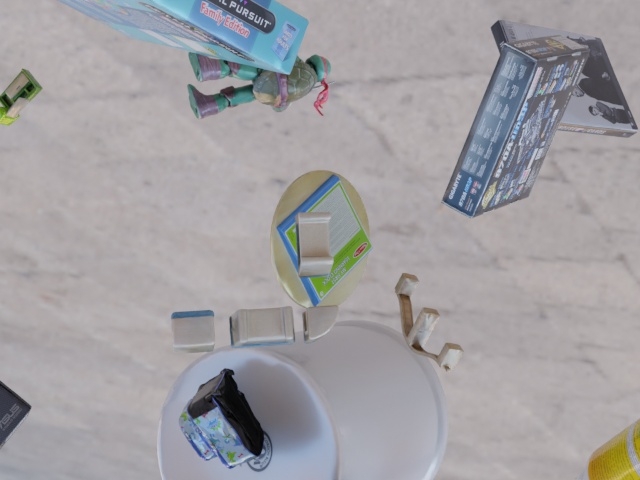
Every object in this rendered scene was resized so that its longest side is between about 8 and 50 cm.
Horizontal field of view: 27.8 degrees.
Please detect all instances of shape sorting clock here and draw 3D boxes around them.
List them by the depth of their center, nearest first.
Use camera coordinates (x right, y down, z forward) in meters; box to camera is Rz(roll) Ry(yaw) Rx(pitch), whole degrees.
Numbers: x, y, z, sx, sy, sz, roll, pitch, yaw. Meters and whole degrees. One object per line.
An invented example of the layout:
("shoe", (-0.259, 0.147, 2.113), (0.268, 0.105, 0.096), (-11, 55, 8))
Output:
("shape sorting clock", (0.000, 0.000, 1.894), (0.040, 0.206, 0.206), (-3, 156, 46))

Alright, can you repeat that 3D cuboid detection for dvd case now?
("dvd case", (0.379, -0.248, 2.002), (0.239, 0.179, 0.029), (1, 153, -38))

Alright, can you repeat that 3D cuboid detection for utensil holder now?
("utensil holder", (-0.019, 0.295, 1.980), (0.328, 0.327, 0.385), (4, -178, 25))

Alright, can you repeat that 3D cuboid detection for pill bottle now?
("pill bottle", (0.423, 0.307, 1.709), (0.118, 0.117, 0.208), (18, 141, -16))

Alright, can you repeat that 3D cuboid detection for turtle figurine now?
("turtle figurine", (-0.073, -0.247, 1.880), (0.234, 0.175, 0.118), (-13, -146, -20))

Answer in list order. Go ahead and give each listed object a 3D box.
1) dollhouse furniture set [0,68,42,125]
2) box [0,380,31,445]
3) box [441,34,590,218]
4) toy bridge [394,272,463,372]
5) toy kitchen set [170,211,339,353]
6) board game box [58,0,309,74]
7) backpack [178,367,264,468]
("dollhouse furniture set", (-0.438, -0.202, 1.731), (0.076, 0.058, 0.152), (50, -165, 15))
("box", (-0.524, 0.254, 1.696), (0.183, 0.232, 0.059), (39, 152, -1))
("box", (0.248, -0.145, 1.633), (0.051, 0.220, 0.175), (31, -154, 24))
("toy bridge", (0.143, 0.123, 1.800), (0.026, 0.063, 0.188), (12, -152, -27))
("toy kitchen set", (-0.089, 0.053, 1.647), (0.207, 0.166, 0.122), (-3, 171, -7))
("board game box", (-0.219, -0.315, 1.640), (0.336, 0.079, 0.254), (19, 178, 42))
("backpack", (-0.133, 0.252, 1.762), (0.084, 0.105, 0.114), (-31, 102, 16))
